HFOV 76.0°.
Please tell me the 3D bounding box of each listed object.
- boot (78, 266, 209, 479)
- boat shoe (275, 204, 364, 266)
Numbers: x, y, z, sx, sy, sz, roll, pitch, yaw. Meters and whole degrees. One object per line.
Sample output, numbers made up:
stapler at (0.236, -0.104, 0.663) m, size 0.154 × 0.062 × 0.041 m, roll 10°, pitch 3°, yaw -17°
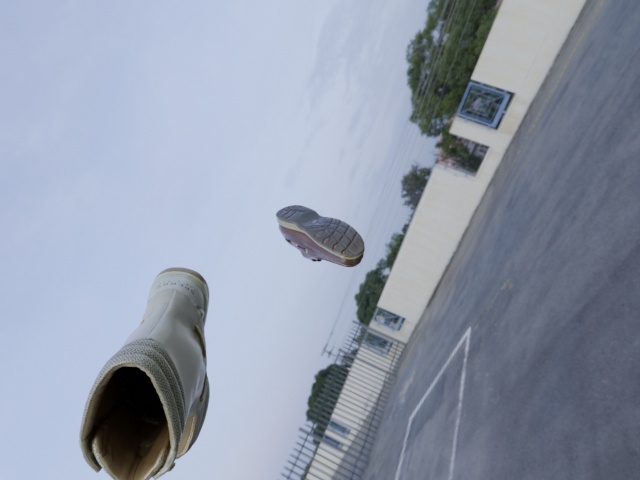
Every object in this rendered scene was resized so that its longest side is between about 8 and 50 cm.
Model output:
boot at (-0.176, 0.185, 0.443) m, size 0.203 × 0.095 × 0.262 m, roll -109°, pitch 29°, yaw -70°
boat shoe at (-0.001, 0.000, 0.616) m, size 0.064 × 0.178 × 0.060 m, roll -26°, pitch -53°, yaw -32°
